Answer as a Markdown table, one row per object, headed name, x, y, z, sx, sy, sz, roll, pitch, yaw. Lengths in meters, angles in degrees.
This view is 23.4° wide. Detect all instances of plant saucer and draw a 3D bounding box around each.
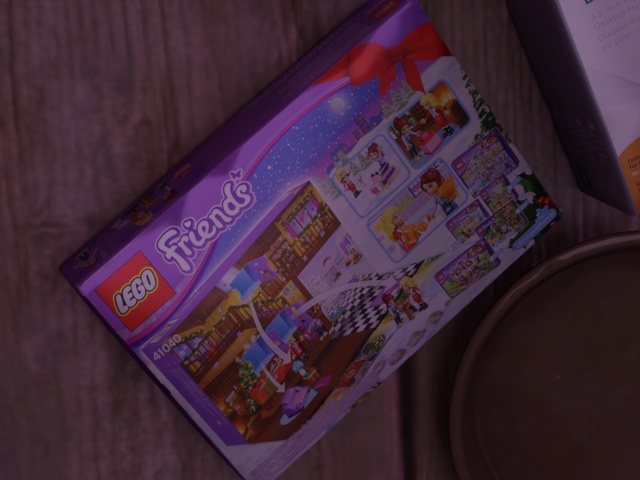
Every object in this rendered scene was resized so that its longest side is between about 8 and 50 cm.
| name | x | y | z | sx | sy | sz | roll | pitch | yaw |
| --- | --- | --- | --- | --- | --- | --- | --- | --- | --- |
| plant saucer | 0.229 | 0.121 | 1.142 | 0.277 | 0.041 | 0.278 | -1 | 108 | -5 |

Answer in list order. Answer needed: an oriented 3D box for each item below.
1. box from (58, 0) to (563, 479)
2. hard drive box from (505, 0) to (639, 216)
| name | x | y | z | sx | sy | sz | roll | pitch | yaw |
| --- | --- | --- | --- | --- | --- | --- | --- | --- | --- |
| box | 0.000 | 0.000 | 1.046 | 0.293 | 0.057 | 0.201 | -41 | 115 | -9 |
| hard drive box | 0.235 | -0.164 | 1.079 | 0.181 | 0.089 | 0.232 | -29 | 111 | -8 |
